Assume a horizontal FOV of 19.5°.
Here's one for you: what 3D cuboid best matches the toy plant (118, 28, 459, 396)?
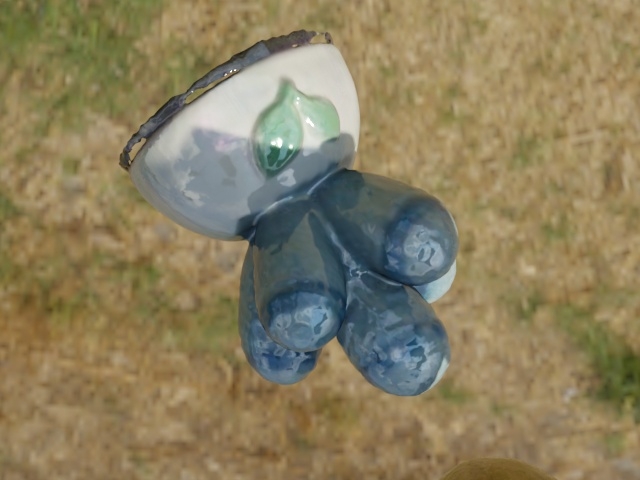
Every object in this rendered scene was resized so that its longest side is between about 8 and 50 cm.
[{"bbox_3d":[0.000,0.000,1.678,0.247,0.332,0.247,-32,170,-7],"label":"toy plant"}]

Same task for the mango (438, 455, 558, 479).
[{"bbox_3d":[0.242,0.398,1.839,0.232,0.445,0.300,-28,146,-4],"label":"mango"}]
